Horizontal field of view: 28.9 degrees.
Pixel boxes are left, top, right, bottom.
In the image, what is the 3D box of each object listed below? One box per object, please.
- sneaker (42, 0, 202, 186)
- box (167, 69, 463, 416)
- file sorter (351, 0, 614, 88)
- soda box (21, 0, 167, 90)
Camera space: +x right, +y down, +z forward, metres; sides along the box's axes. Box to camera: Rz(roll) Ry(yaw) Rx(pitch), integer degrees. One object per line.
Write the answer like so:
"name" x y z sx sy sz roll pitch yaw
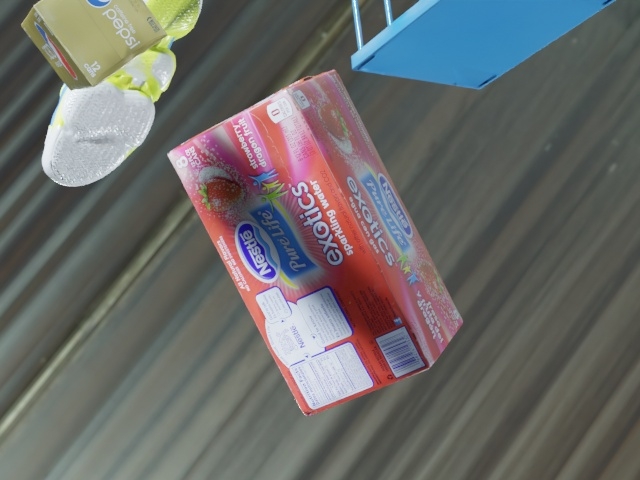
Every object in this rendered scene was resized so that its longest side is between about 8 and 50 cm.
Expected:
"sneaker" -0.208 -0.168 1.223 0.091 0.240 0.126 36 176 -38
"box" 0.000 0.000 1.056 0.257 0.128 0.122 62 -156 -5
"file sorter" 0.110 -0.192 0.873 0.118 0.104 0.170 4 160 -31
"soda box" -0.155 -0.140 0.825 0.061 0.058 0.181 55 171 -14
